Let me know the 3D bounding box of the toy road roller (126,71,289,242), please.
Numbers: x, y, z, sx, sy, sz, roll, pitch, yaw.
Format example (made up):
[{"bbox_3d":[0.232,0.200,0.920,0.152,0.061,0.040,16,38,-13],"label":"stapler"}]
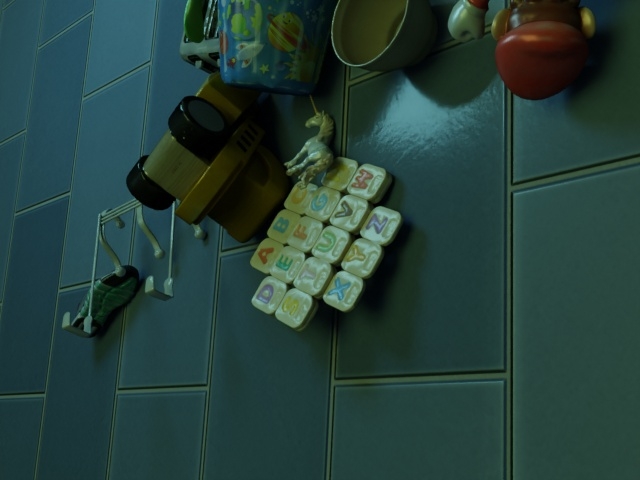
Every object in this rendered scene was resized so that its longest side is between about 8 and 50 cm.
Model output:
[{"bbox_3d":[-0.171,-0.143,1.612,0.202,0.240,0.330,-47,10,30],"label":"toy road roller"}]

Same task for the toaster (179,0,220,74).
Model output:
[{"bbox_3d":[-0.172,-0.414,1.726,0.168,0.110,0.186,9,85,49],"label":"toaster"}]

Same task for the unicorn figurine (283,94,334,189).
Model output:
[{"bbox_3d":[-0.012,-0.151,1.493,0.111,0.060,0.162,-43,41,11],"label":"unicorn figurine"}]

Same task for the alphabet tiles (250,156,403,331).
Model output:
[{"bbox_3d":[0.000,0.000,1.409,0.278,0.021,0.284,23,81,51],"label":"alphabet tiles"}]

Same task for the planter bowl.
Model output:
[{"bbox_3d":[0.110,-0.328,1.373,0.162,0.109,0.162,-17,67,44],"label":"planter bowl"}]

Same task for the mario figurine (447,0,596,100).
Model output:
[{"bbox_3d":[0.283,-0.342,1.154,0.198,0.170,0.321,11,101,50],"label":"mario figurine"}]

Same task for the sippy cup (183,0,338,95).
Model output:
[{"bbox_3d":[-0.078,-0.366,1.531,0.305,0.240,0.224,17,103,59],"label":"sippy cup"}]

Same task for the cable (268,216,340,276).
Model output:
[{"bbox_3d":[-0.042,0.045,1.481,0.184,0.047,0.151,-49,46,28],"label":"cable"}]

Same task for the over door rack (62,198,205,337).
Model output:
[{"bbox_3d":[-0.349,0.034,1.735,0.239,0.108,0.324,-24,40,28],"label":"over door rack"}]

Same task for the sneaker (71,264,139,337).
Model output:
[{"bbox_3d":[-0.470,0.109,1.934,0.223,0.083,0.098,-44,35,25],"label":"sneaker"}]
